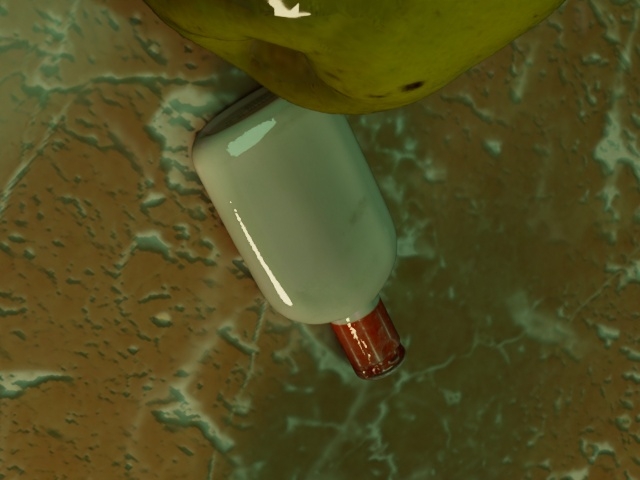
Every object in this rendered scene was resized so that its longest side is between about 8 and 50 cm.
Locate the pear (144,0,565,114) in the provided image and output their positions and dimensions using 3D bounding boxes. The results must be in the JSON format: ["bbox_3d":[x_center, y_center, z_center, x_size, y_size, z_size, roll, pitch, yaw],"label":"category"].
[{"bbox_3d":[0.023,-0.223,0.681,0.294,0.294,0.294,-8,108,-23],"label":"pear"}]

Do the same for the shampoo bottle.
[{"bbox_3d":[0.000,0.000,0.858,0.108,0.051,0.221,-34,116,-15],"label":"shampoo bottle"}]
